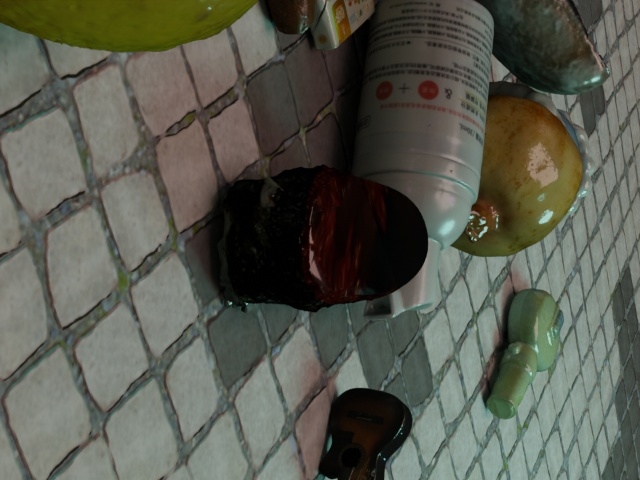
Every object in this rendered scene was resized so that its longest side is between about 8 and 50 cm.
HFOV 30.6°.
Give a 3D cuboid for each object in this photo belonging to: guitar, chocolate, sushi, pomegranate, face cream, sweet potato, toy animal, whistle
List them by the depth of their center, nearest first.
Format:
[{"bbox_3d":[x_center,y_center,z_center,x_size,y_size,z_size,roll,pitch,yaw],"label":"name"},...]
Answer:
[{"bbox_3d":[0.000,0.000,1.115,0.225,0.126,0.136,1,89,-56],"label":"sushi"},{"bbox_3d":[-0.034,-0.261,1.138,0.049,0.049,0.117,-41,124,-55],"label":"sweet potato"},{"bbox_3d":[0.024,0.262,1.199,0.025,0.088,0.233,46,59,-50],"label":"guitar"},{"bbox_3d":[0.104,-0.080,1.287,0.145,0.145,0.370,33,61,-57],"label":"face cream"},{"bbox_3d":[0.218,-0.077,1.433,0.207,0.207,0.207,6,83,-61],"label":"pomegranate"},{"bbox_3d":[0.233,-0.301,1.479,0.100,0.185,0.303,-42,108,-7],"label":"chocolate"},{"bbox_3d":[0.292,-0.111,1.625,0.204,0.156,0.208,19,75,-56],"label":"toy animal"},{"bbox_3d":[0.306,0.162,1.727,0.258,0.067,0.126,-54,133,-45],"label":"whistle"}]

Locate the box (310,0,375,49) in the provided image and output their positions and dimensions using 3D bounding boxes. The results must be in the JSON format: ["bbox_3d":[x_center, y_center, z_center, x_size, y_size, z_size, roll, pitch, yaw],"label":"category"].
[{"bbox_3d":[0.000,-0.323,1.219,0.122,0.032,0.220,-51,132,-51],"label":"box"}]

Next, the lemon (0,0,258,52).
[{"bbox_3d":[-0.132,-0.241,0.742,0.310,0.253,0.254,9,80,-51],"label":"lemon"}]

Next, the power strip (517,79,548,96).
[{"bbox_3d":[0.350,-0.186,1.860,0.192,0.035,0.081,55,42,-46],"label":"power strip"}]
